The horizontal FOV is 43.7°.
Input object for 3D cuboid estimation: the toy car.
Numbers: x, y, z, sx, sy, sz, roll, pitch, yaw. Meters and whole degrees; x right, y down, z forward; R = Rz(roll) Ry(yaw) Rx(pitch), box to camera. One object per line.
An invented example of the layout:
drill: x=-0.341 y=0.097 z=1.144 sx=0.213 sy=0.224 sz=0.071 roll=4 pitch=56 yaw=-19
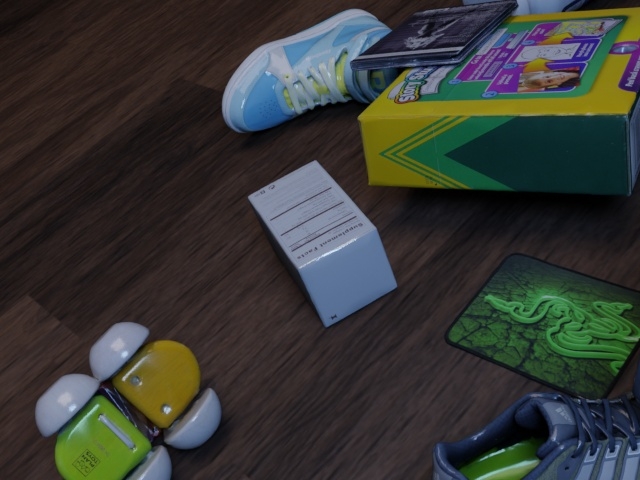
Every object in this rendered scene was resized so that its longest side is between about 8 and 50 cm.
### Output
toy car: x=-0.213 y=0.189 z=0.871 sx=0.182 sy=0.159 sz=0.136 roll=-48 pitch=11 yaw=-27

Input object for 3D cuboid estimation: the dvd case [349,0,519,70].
dvd case: x=0.164 y=-0.291 z=1.127 sx=0.164 sy=0.018 sz=0.221 roll=4 pitch=33 yaw=35

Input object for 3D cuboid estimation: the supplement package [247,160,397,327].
supplement package: x=0.000 y=0.000 z=0.991 sx=0.105 sy=0.105 sz=0.179 roll=-29 pitch=40 yaw=-7

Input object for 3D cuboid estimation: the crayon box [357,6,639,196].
crayon box: x=0.265 y=-0.190 z=1.030 sx=0.313 sy=0.106 sz=0.363 roll=4 pitch=33 yaw=30

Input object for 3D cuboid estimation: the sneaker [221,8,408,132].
sneaker: x=0.011 y=-0.251 z=1.252 sx=0.319 sy=0.127 sz=0.208 roll=-36 pitch=40 yaw=-14

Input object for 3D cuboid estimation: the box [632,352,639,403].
box: x=0.477 y=0.033 z=0.560 sx=0.395 sy=0.212 sz=0.293 roll=-21 pitch=34 yaw=-27

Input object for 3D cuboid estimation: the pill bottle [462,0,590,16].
pill bottle: x=0.362 y=-0.427 z=1.260 sx=0.264 sy=0.153 sz=0.153 roll=-34 pitch=41 yaw=-14

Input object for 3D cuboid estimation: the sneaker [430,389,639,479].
sneaker: x=0.228 y=0.177 z=0.674 sx=0.300 sy=0.121 sz=0.111 roll=-24 pitch=40 yaw=-2

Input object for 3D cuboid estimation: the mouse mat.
mouse mat: x=0.247 y=0.086 z=0.858 sx=0.189 sy=0.007 sz=0.152 roll=21 pitch=56 yaw=39
